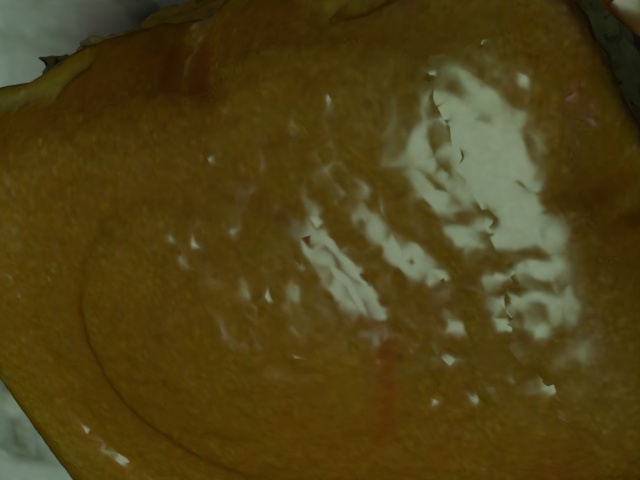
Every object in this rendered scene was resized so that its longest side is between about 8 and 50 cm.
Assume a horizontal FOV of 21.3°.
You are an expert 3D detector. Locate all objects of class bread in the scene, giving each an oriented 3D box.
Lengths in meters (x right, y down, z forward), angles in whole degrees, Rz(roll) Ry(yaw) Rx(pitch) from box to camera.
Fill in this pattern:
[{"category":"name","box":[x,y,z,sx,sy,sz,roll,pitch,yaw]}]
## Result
[{"category":"bread","box":[0.000,0.000,0.513,0.245,0.121,0.174,-7,124,35]}]

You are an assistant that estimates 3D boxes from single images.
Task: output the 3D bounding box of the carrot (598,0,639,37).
[{"category":"carrot","box":[0.135,-0.136,0.301,0.159,0.159,0.225,40,133,-8]}]
